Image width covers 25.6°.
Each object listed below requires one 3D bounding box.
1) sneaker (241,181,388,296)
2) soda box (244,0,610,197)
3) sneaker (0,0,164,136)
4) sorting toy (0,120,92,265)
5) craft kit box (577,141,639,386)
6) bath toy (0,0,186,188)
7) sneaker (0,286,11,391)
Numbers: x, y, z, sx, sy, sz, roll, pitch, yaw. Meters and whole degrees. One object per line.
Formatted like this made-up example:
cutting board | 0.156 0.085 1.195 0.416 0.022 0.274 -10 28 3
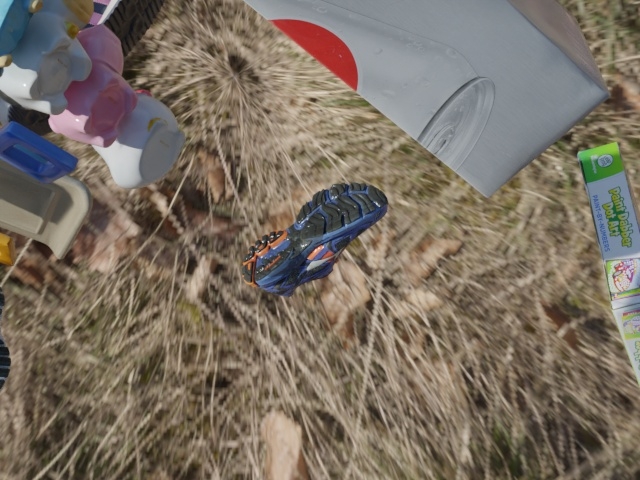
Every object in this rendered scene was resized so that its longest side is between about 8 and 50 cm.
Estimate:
sneaker | 0.000 0.000 1.884 0.221 0.083 0.087 -32 137 17
soda box | 0.026 -0.148 0.754 0.098 0.091 0.286 -40 124 22
sneaker | -0.332 -0.259 1.814 0.131 0.112 0.319 21 55 25
sorting toy | -0.299 -0.061 1.249 0.196 0.347 0.047 25 67 -11
craft kit box | 0.375 0.054 1.670 0.061 0.247 0.250 -14 138 16
bath toy | -0.267 -0.181 1.510 0.129 0.348 0.151 25 78 31
sneaker | -0.385 0.137 1.535 0.081 0.208 0.094 15 126 -15
